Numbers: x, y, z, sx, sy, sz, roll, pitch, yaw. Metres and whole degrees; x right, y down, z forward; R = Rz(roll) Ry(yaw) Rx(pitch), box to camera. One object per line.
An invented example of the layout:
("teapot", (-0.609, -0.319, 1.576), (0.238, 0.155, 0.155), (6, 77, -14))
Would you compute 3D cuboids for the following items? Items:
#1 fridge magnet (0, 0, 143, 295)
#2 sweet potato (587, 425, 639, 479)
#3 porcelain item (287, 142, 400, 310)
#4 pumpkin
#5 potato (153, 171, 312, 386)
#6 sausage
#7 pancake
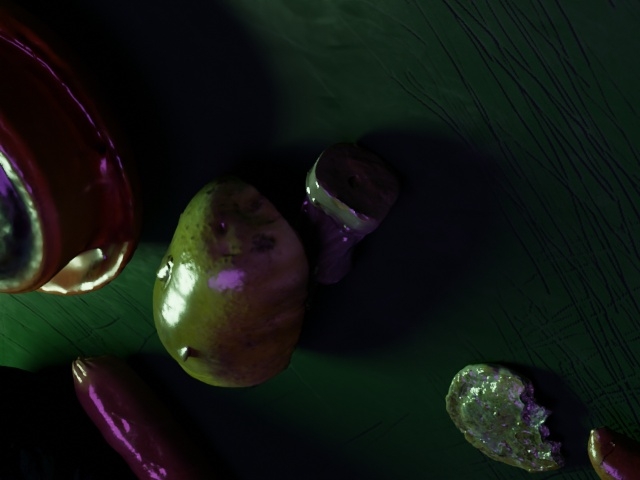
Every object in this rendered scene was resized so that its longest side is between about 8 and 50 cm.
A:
("fridge magnet", (-0.335, -0.089, 1.495), (0.363, 0.155, 0.363), (22, 136, 22))
("sweet potato", (0.313, 0.237, 1.359), (0.195, 0.056, 0.056), (45, 139, -13))
("porcelain item", (0.000, 0.000, 1.390), (0.081, 0.069, 0.216), (34, 143, 3))
("pumpkin", (-0.404, 0.329, 1.754), (0.266, 0.363, 0.363), (7, 128, 35))
("potato", (-0.105, 0.056, 1.433), (0.160, 0.111, 0.272), (51, 153, 20))
("sausage", (-0.149, 0.300, 1.740), (0.088, 0.088, 0.433), (-17, 113, 45))
("pancake", (0.174, 0.170, 1.426), (0.116, 0.022, 0.129), (8, 129, 36))
